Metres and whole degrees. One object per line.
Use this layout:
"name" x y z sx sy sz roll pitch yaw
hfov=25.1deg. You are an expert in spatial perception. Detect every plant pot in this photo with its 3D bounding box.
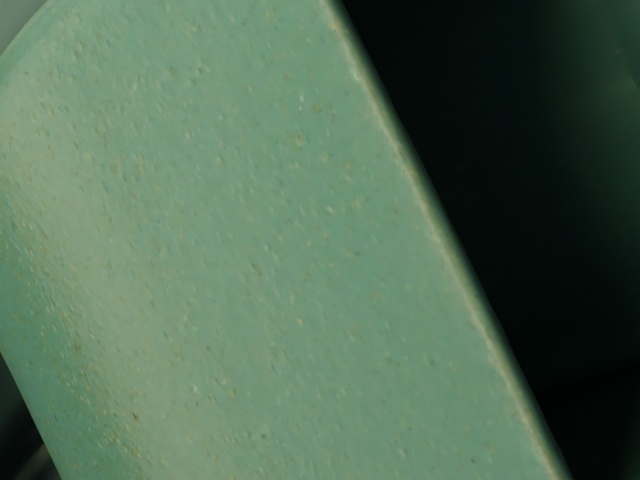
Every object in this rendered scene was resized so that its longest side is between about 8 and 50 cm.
"plant pot" 0.000 0.000 0.573 0.252 0.247 0.248 -26 90 35

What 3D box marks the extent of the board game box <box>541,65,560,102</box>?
"board game box" 0.138 -0.231 0.684 0.192 0.053 0.305 -18 86 -9
